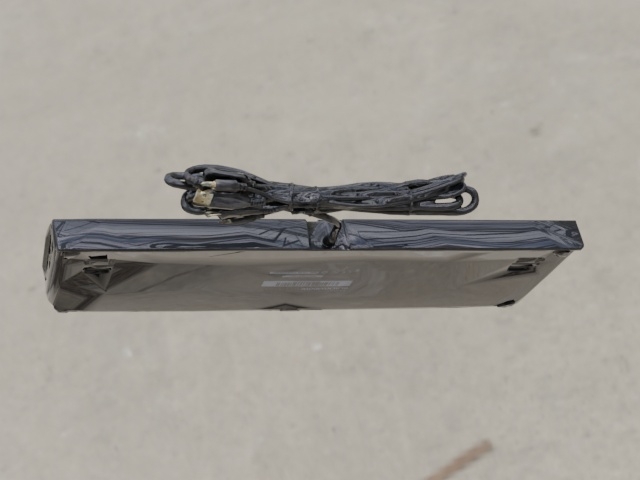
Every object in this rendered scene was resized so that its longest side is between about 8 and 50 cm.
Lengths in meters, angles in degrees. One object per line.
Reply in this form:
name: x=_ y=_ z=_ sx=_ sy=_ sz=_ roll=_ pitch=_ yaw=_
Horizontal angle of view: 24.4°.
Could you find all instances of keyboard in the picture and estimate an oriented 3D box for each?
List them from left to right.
keyboard: x=0.000 y=0.000 z=0.868 sx=0.317 sy=0.201 sz=0.033 roll=-1 pitch=70 yaw=-15
